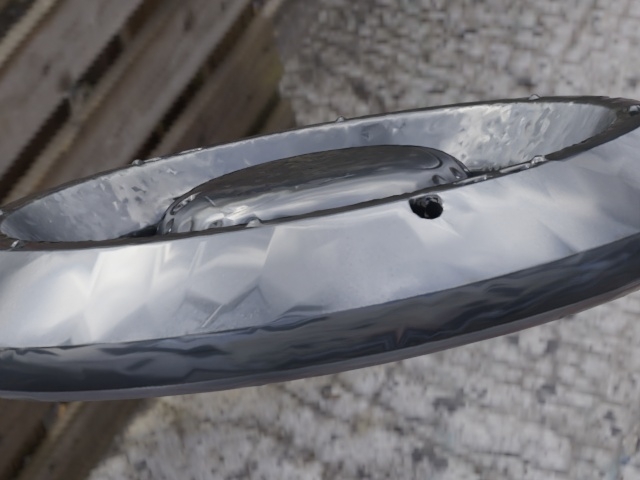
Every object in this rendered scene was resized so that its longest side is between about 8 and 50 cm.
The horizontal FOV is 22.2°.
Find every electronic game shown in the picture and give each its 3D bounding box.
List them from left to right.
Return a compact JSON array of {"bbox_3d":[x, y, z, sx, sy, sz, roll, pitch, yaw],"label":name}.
[{"bbox_3d":[0.000,0.000,0.449,0.229,0.048,0.229,-10,11,2],"label":"electronic game"}]
